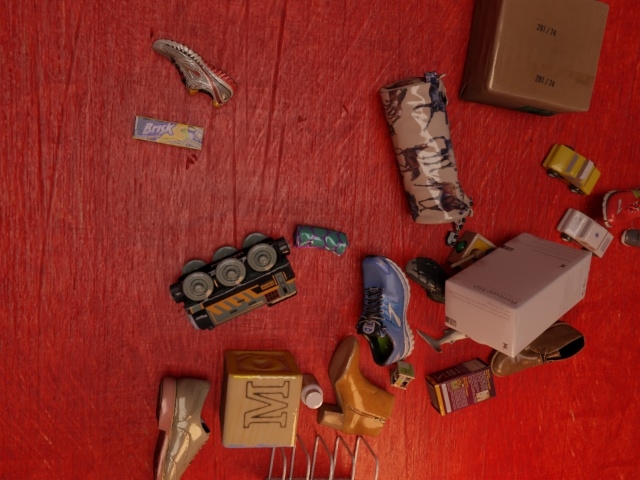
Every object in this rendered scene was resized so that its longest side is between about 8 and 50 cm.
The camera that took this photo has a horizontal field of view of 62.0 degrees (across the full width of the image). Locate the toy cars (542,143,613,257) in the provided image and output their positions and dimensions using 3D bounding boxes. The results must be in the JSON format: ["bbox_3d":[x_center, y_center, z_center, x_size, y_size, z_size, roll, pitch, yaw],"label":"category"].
[{"bbox_3d":[0.805,-0.115,1.626,0.177,0.087,0.393,-20,102,-9],"label":"toy cars"}]

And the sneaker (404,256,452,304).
[{"bbox_3d":[0.333,0.134,1.527,0.268,0.106,0.101,26,49,-26],"label":"sneaker"}]

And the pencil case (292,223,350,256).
[{"bbox_3d":[0.000,0.000,1.469,0.152,0.064,0.070,11,71,-14],"label":"pencil case"}]

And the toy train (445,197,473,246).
[{"bbox_3d":[0.409,-0.057,1.576,0.036,0.027,0.158,23,93,-4],"label":"toy train"}]

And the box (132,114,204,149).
[{"bbox_3d":[-0.383,-0.271,1.348,0.169,0.054,0.059,8,96,-13],"label":"box"}]

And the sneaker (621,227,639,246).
[{"bbox_3d":[1.044,-0.002,1.708,0.158,0.065,0.061,8,96,-14],"label":"sneaker"}]

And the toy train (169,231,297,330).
[{"bbox_3d":[-0.219,0.113,1.405,0.334,0.142,0.190,-25,112,-8],"label":"toy train"}]

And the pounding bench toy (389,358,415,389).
[{"bbox_3d":[0.239,0.391,1.590,0.052,0.083,0.065,18,125,-12],"label":"pounding bench toy"}]

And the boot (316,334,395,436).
[{"bbox_3d":[0.126,0.427,1.551,0.211,0.104,0.294,15,100,-20],"label":"boot"}]

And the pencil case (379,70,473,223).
[{"bbox_3d":[0.296,-0.242,1.454,0.184,0.160,0.409,-15,101,4],"label":"pencil case"}]

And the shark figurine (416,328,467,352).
[{"bbox_3d":[0.434,0.241,1.604,0.278,0.166,0.116,-25,77,9],"label":"shark figurine"}]

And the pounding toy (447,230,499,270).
[{"bbox_3d":[0.445,0.050,1.560,0.141,0.100,0.130,32,89,-16],"label":"pounding toy"}]

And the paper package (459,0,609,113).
[{"bbox_3d":[0.582,-0.520,1.477,0.325,0.168,0.309,6,98,-14],"label":"paper package"}]

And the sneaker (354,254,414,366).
[{"bbox_3d":[0.171,0.199,1.479,0.147,0.130,0.329,-25,106,-48],"label":"sneaker"}]

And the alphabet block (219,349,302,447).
[{"bbox_3d":[-0.166,0.418,1.429,0.194,0.192,0.197,4,98,-15],"label":"alphabet block"}]

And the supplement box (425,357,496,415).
[{"bbox_3d":[0.427,0.443,1.622,0.188,0.081,0.104,-16,101,-10],"label":"supplement box"}]

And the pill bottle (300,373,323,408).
[{"bbox_3d":[-0.029,0.425,1.497,0.065,0.116,0.065,-2,98,-12],"label":"pill bottle"}]

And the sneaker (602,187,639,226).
[{"bbox_3d":[0.964,-0.113,1.618,0.279,0.118,0.107,-19,99,-28],"label":"sneaker"}]

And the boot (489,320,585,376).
[{"bbox_3d":[0.671,0.342,1.648,0.306,0.115,0.112,-23,104,-8],"label":"boot"}]

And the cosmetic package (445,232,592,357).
[{"bbox_3d":[0.537,0.133,1.447,0.385,0.217,0.156,-24,122,-36],"label":"cosmetic package"}]

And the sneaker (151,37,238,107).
[{"bbox_3d":[-0.320,-0.418,1.325,0.225,0.088,0.092,34,91,-15],"label":"sneaker"}]

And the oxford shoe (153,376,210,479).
[{"bbox_3d":[-0.370,0.562,1.431,0.147,0.140,0.396,4,99,-21],"label":"oxford shoe"}]

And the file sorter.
[{"bbox_3d":[0.000,0.657,1.501,0.278,0.193,0.172,6,94,-14],"label":"file sorter"}]
